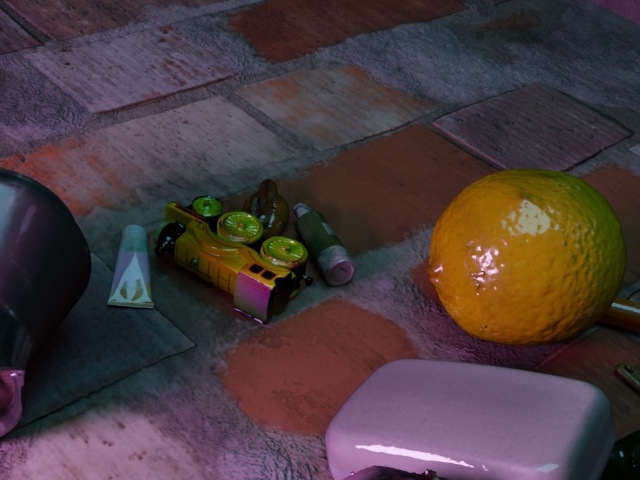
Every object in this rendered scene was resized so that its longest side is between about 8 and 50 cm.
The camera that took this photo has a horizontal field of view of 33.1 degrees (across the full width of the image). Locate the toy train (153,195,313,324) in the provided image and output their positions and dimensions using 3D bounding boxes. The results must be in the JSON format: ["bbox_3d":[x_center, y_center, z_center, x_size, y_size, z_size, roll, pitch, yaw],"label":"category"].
[{"bbox_3d":[-0.160,0.024,1.875,0.296,0.100,0.160,27,40,22],"label":"toy train"}]

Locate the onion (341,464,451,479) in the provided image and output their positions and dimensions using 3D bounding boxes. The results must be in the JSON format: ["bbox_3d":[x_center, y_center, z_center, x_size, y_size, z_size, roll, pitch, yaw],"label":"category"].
[{"bbox_3d":[0.073,0.450,1.318,0.267,0.159,0.348,31,71,-10],"label":"onion"}]

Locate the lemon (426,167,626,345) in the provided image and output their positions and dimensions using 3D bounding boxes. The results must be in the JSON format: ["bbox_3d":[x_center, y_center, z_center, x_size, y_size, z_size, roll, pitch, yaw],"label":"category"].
[{"bbox_3d":[0.350,0.030,1.821,0.336,0.336,0.336,7,36,-5],"label":"lemon"}]

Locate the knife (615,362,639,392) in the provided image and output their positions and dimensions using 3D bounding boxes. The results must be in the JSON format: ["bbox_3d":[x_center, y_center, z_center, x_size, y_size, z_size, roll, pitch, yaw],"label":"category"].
[{"bbox_3d":[0.619,0.304,1.752,0.061,0.027,0.343,-12,41,-35],"label":"knife"}]

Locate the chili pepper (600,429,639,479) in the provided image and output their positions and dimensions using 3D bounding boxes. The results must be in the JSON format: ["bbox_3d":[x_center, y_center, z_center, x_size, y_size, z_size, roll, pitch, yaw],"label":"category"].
[{"bbox_3d":[0.523,0.341,1.553,0.261,0.174,0.165,-2,57,-36],"label":"chili pepper"}]

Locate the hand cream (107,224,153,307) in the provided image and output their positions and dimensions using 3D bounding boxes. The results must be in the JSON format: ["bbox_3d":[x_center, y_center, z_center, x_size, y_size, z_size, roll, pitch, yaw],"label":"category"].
[{"bbox_3d":[-0.323,0.049,1.855,0.076,0.047,0.174,5,45,-10],"label":"hand cream"}]

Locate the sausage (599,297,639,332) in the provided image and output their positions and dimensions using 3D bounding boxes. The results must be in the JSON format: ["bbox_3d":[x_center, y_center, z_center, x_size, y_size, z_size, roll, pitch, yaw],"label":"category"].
[{"bbox_3d":[0.616,0.150,1.939,0.348,0.053,0.053,15,36,6],"label":"sausage"}]

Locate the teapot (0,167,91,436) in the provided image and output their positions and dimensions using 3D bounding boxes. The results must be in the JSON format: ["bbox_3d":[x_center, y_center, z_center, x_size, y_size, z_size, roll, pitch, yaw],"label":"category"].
[{"bbox_3d":[-0.537,0.105,1.546,0.376,0.305,0.361,-13,40,16],"label":"teapot"}]

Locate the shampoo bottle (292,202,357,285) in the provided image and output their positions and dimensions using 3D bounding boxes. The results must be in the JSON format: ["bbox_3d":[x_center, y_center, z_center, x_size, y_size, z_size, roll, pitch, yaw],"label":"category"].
[{"bbox_3d":[0.000,0.000,1.985,0.065,0.065,0.204,-7,39,-23],"label":"shampoo bottle"}]

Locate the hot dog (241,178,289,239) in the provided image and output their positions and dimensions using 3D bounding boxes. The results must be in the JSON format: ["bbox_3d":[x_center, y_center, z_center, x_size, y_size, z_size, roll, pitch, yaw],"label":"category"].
[{"bbox_3d":[-0.100,-0.060,2.040,0.090,0.060,0.140,19,33,4],"label":"hot dog"}]

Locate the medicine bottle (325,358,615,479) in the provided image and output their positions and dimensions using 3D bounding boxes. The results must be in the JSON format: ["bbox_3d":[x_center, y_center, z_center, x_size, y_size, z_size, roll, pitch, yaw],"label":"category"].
[{"bbox_3d":[0.207,0.274,1.515,0.375,0.123,0.282,3,25,32],"label":"medicine bottle"}]
